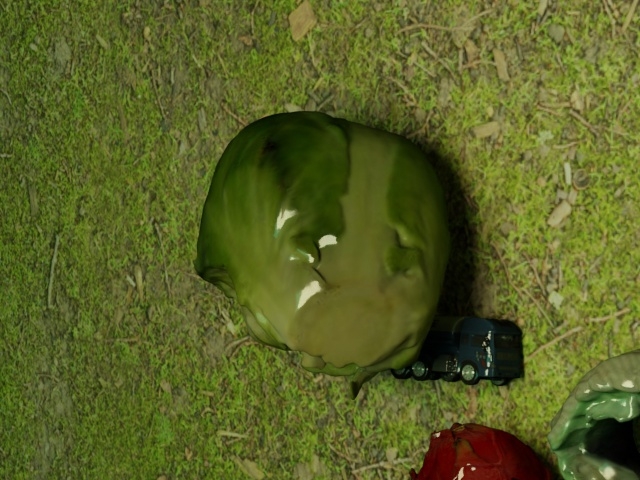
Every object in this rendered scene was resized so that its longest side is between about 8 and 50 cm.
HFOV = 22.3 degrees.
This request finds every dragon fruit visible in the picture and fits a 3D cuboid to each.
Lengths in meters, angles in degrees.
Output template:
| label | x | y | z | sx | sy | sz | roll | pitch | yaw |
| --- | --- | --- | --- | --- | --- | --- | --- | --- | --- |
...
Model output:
| label | x | y | z | sx | sy | sz | roll | pitch | yaw |
| --- | --- | --- | --- | --- | --- | --- | --- | --- | --- |
| dragon fruit | 0.189 | 0.306 | 1.874 | 0.172 | 0.172 | 0.209 | -35 | 71 | 41 |

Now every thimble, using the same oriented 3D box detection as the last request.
| label | x | y | z | sx | sy | sz | roll | pitch | yaw |
| --- | --- | --- | --- | --- | --- | --- | --- | --- | --- |
| thimble | 0.357 | 0.213 | 1.708 | 0.219 | 0.150 | 0.219 | 11 | 105 | 47 |

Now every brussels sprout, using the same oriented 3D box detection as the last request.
| label | x | y | z | sx | sy | sz | roll | pitch | yaw |
| --- | --- | --- | --- | --- | --- | --- | --- | --- | --- |
| brussels sprout | 0.000 | 0.000 | 1.943 | 0.315 | 0.276 | 0.371 | -58 | 30 | 8 |

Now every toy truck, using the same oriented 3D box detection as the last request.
| label | x | y | z | sx | sy | sz | roll | pitch | yaw |
| --- | --- | --- | --- | --- | --- | --- | --- | --- | --- |
| toy truck | 0.153 | 0.129 | 1.974 | 0.202 | 0.074 | 0.088 | 1 | 85 | 46 |
